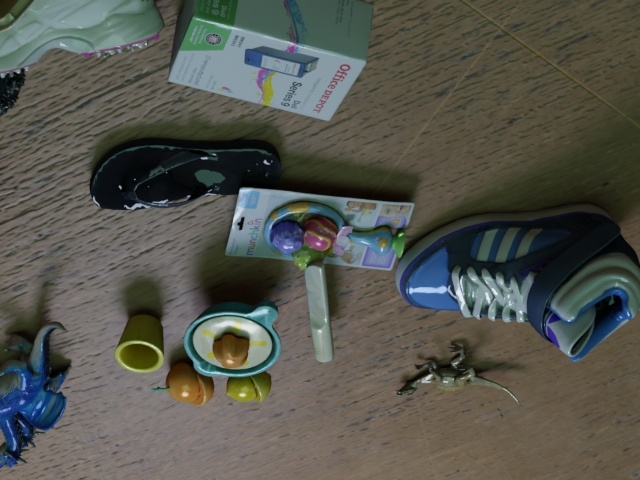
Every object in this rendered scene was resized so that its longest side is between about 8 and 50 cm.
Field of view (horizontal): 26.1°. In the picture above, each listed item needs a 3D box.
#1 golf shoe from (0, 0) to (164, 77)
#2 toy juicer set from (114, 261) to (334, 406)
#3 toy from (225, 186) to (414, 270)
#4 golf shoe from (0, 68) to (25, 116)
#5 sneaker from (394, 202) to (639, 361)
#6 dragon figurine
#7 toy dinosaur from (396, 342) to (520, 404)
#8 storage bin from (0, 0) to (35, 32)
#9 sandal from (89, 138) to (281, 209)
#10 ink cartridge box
[{"bbox_3d":[-0.341,-0.272,1.616,0.306,0.115,0.140,-16,114,-18],"label":"golf shoe"},{"bbox_3d":[-0.104,0.162,1.931,0.329,0.089,0.209,-17,130,19],"label":"toy juicer set"},{"bbox_3d":[0.000,0.000,1.859,0.237,0.056,0.137,3,137,-13],"label":"toy"},{"bbox_3d":[-0.460,-0.167,1.720,0.198,0.094,0.077,-41,136,-7],"label":"golf shoe"},{"bbox_3d":[0.265,0.071,1.830,0.323,0.236,0.130,-14,124,6],"label":"sneaker"},{"bbox_3d":[-0.408,0.213,1.977,0.144,0.085,0.289,36,116,-25],"label":"dragon figurine"},{"bbox_3d":[0.204,0.200,2.040,0.183,0.053,0.092,1,140,5],"label":"toy dinosaur"},{"bbox_3d":[-0.371,-0.396,1.460,0.262,0.123,0.260,45,74,-29],"label":"storage bin"},{"bbox_3d":[-0.179,-0.085,1.803,0.255,0.054,0.097,-8,125,2],"label":"sandal"},{"bbox_3d":[-0.061,-0.237,1.648,0.212,0.093,0.154,12,154,-14],"label":"ink cartridge box"}]
